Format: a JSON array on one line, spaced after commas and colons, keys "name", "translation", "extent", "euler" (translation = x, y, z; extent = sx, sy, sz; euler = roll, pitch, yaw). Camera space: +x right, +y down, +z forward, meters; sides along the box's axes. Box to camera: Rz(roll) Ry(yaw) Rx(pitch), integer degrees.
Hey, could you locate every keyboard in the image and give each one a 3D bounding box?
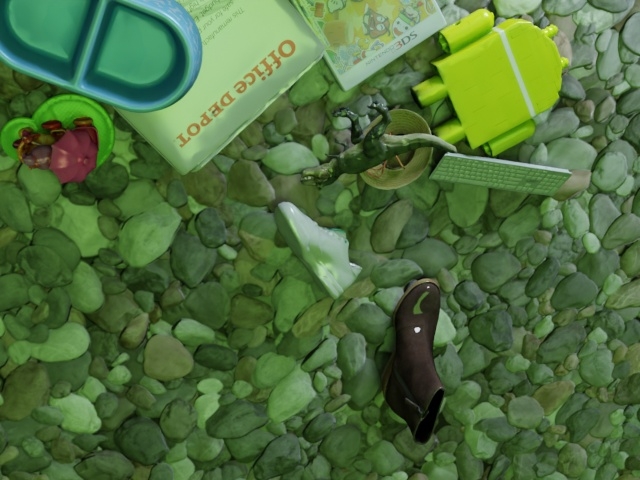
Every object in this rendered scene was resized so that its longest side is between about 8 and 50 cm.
[{"name": "keyboard", "translation": [0.324, -0.117, 1.496], "extent": [0.256, 0.014, 0.072], "euler": [6, 140, -17]}]

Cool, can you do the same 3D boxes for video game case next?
[{"name": "video game case", "translation": [0.067, -0.387, 1.335], "extent": [0.206, 0.026, 0.227], "euler": [-34, 115, -1]}]

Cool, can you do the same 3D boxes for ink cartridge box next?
[{"name": "ink cartridge box", "translation": [-0.231, -0.336, 1.197], "extent": [0.285, 0.166, 0.395], "euler": [-41, 114, 4]}]

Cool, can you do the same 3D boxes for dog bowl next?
[{"name": "dog bowl", "translation": [-0.296, -0.263, 1.078], "extent": [0.297, 0.074, 0.166], "euler": [18, 107, -19]}]

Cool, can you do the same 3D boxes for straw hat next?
[{"name": "straw hat", "translation": [0.136, -0.149, 1.421], "extent": [0.144, 0.144, 0.061], "euler": [-59, 151, 10]}]

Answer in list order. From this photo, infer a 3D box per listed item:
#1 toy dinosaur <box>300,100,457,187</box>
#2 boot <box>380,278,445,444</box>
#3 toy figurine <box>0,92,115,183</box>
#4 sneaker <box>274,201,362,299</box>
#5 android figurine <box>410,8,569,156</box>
[{"name": "toy dinosaur", "translation": [0.082, -0.167, 1.375], "extent": [0.268, 0.064, 0.118], "euler": [-13, 110, 24]}, {"name": "boot", "translation": [0.189, 0.213, 1.497], "extent": [0.090, 0.207, 0.248], "euler": [12, 107, -19]}, {"name": "toy figurine", "translation": [-0.392, -0.138, 1.233], "extent": [0.173, 0.159, 0.130], "euler": [-6, 112, -12]}, {"name": "sneaker", "translation": [0.000, 0.000, 1.447], "extent": [0.094, 0.080, 0.212], "euler": [-40, 122, -11]}, {"name": "android figurine", "translation": [0.296, -0.270, 1.425], "extent": [0.273, 0.056, 0.248], "euler": [-30, 114, 0]}]
